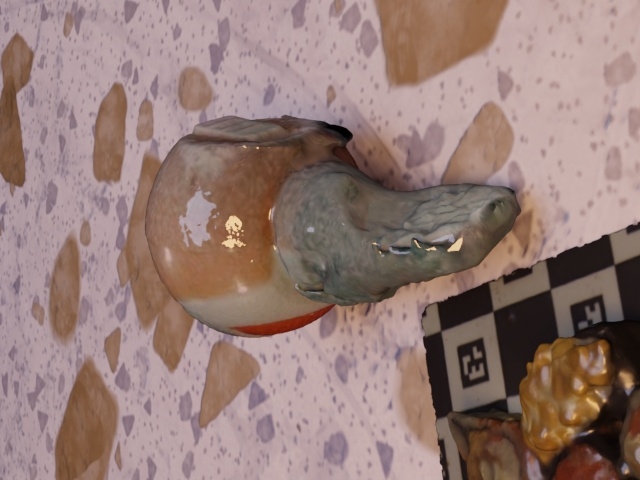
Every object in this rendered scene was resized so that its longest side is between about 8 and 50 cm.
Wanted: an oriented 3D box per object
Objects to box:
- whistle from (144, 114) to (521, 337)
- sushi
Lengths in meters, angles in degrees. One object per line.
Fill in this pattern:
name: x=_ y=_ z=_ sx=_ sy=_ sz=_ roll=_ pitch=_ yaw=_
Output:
whistle: x=0.000 y=0.000 z=1.080 sx=0.348 sy=0.189 sz=0.189 roll=8 pitch=95 yaw=44
sushi: x=0.158 y=0.176 z=0.892 sx=0.343 sy=0.064 sz=0.359 roll=-28 pitch=65 yaw=54
